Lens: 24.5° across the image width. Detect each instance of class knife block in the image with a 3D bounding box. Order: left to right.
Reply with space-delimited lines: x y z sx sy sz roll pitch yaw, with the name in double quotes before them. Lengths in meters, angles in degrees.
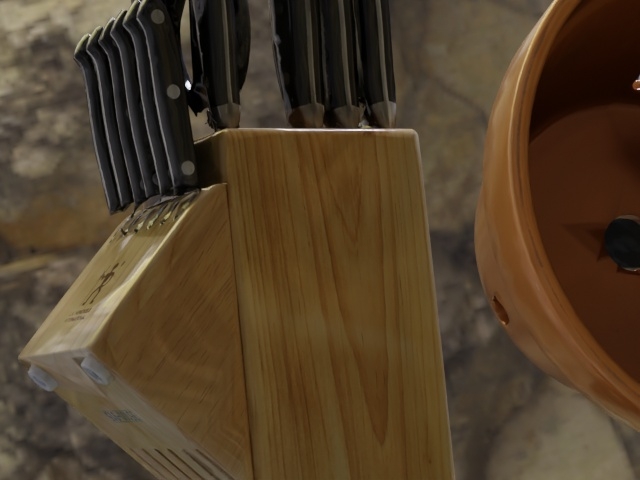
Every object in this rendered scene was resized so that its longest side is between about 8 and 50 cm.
"knife block" 0.000 0.000 0.642 0.276 0.242 0.088 44 -24 -18

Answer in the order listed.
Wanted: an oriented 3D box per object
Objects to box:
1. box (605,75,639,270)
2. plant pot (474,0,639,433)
"box" 0.338 -0.129 1.140 0.182 0.296 0.294 71 34 -57
"plant pot" 0.213 -0.013 0.837 0.203 0.291 0.290 136 -62 -73
